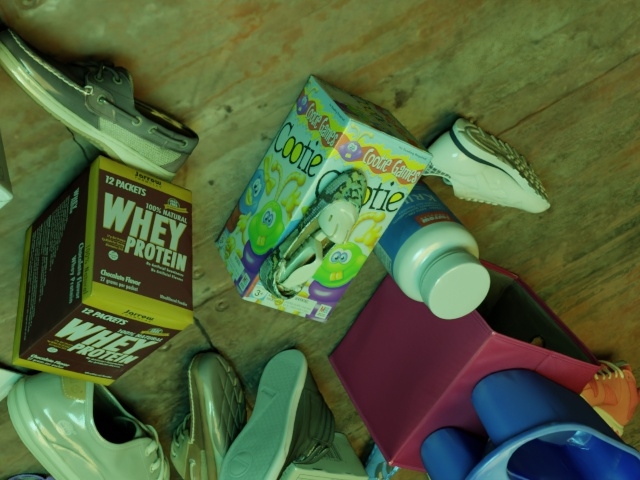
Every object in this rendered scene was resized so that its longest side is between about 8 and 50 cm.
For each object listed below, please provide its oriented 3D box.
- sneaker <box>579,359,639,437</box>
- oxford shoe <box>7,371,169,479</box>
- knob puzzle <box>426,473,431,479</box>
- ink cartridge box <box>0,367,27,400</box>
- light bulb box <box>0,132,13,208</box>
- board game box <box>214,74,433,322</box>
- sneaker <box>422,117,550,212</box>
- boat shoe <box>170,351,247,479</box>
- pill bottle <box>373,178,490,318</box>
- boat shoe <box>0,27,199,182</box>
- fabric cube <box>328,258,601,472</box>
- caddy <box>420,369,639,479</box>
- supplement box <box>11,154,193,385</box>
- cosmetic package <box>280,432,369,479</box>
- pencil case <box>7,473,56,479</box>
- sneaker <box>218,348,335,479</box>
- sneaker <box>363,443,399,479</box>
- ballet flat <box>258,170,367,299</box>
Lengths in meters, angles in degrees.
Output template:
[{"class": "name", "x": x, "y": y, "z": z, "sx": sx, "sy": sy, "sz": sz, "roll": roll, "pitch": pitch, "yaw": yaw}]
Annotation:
[{"class": "sneaker", "x": 0.512, "y": 0.263, "z": 1.753, "sx": 0.136, "sy": 0.116, "sz": 0.314, "roll": -50, "pitch": 136, "yaw": 0}, {"class": "oxford shoe", "x": -0.281, "y": 0.341, "z": 1.381, "sx": 0.130, "sy": 0.169, "sz": 0.449, "roll": -30, "pitch": 125, "yaw": -1}, {"class": "knob puzzle", "x": 0.294, "y": 0.445, "z": 1.809, "sx": 0.213, "sy": 0.030, "sz": 0.213, "roll": -13, "pitch": 126, "yaw": -18}, {"class": "ink cartridge box", "x": -0.580, "y": 0.229, "z": 1.224, "sx": 0.296, "sy": 0.066, "sz": 0.261, "roll": -41, "pitch": 155, "yaw": 6}, {"class": "light bulb box", "x": -0.502, "y": -0.079, "z": 0.854, "sx": 0.358, "sy": 0.361, "sz": 0.225, "roll": -38, "pitch": 128, "yaw": 3}, {"class": "board game box", "x": -0.003, "y": -0.052, "z": 1.250, "sx": 0.142, "sy": 0.144, "sz": 0.275, "roll": 20, "pitch": 112, "yaw": -33}, {"class": "sneaker", "x": 0.248, "y": -0.094, "z": 1.390, "sx": 0.235, "sy": 0.090, "sz": 0.095, "roll": 28, "pitch": 120, "yaw": -33}, {"class": "boat shoe", "x": -0.177, "y": 0.322, "z": 1.442, "sx": 0.116, "sy": 0.123, "sz": 0.324, "roll": 0, "pitch": 112, "yaw": 14}, {"class": "pill bottle", "x": 0.145, "y": 0.008, "z": 1.310, "sx": 0.124, "sy": 0.221, "sz": 0.124, "roll": -13, "pitch": 127, "yaw": -18}, {"class": "boat shoe", "x": -0.254, "y": -0.164, "z": 1.087, "sx": 0.092, "sy": 0.103, "sz": 0.285, "roll": -47, "pitch": 133, "yaw": 4}, {"class": "fabric cube", "x": 0.216, "y": 0.190, "z": 1.449, "sx": 0.259, "sy": 0.254, "sz": 0.258, "roll": 20, "pitch": 112, "yaw": -35}, {"class": "caddy", "x": 0.307, "y": 0.336, "z": 1.316, "sx": 0.341, "sy": 0.179, "sz": 0.241, "roll": 28, "pitch": 108, "yaw": -36}, {"class": "supplement box", "x": -0.258, "y": 0.041, "z": 1.119, "sx": 0.129, "sy": 0.191, "sz": 0.194, "roll": 21, "pitch": 138, "yaw": -35}, {"class": "cosmetic package", "x": -0.069, "y": 0.471, "z": 1.602, "sx": 0.160, "sy": 0.113, "sz": 0.309, "roll": 18, "pitch": 114, "yaw": -34}, {"class": "pencil case", "x": -0.447, "y": 0.447, "z": 1.429, "sx": 0.088, "sy": 0.086, "sz": 0.206, "roll": -20, "pitch": 134, "yaw": -42}, {"class": "sneaker", "x": -0.052, "y": 0.319, "z": 1.401, "sx": 0.105, "sy": 0.295, "sz": 0.147, "roll": -11, "pitch": 128, "yaw": 30}, {"class": "sneaker", "x": 0.118, "y": 0.370, "z": 1.662, "sx": 0.209, "sy": 0.069, "sz": 0.082, "roll": -42, "pitch": 97, "yaw": 18}, {"class": "ballet flat", "x": 0.000, "y": 0.000, "z": 1.152, "sx": 0.070, "sy": 0.070, "sz": 0.188, "roll": 28, "pitch": 107, "yaw": -37}]
